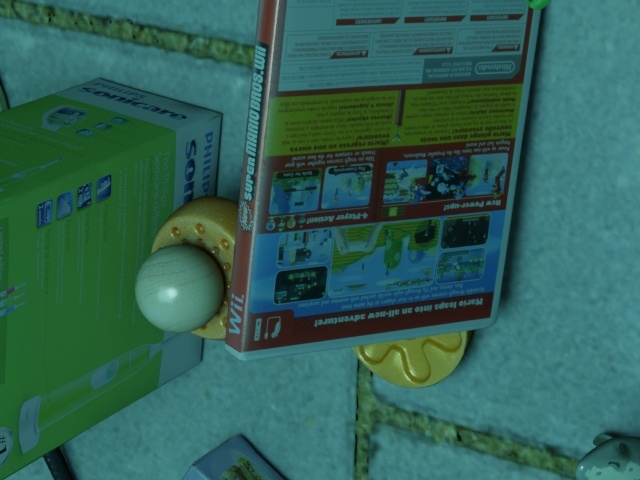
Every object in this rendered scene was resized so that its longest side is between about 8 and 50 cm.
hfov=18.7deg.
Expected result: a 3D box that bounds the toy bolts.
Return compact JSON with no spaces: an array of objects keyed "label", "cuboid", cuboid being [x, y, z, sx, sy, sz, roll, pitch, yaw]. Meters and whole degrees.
[{"label":"toy bolts","cuboid":[0.000,0.000,1.291,0.218,0.158,0.228,35,122,18]}]

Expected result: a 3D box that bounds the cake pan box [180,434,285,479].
[{"label":"cake pan box","cuboid":[-0.040,0.324,1.490,0.267,0.070,0.246,43,126,12]}]

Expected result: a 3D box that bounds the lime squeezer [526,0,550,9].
[{"label":"lime squeezer","cuboid":[0.053,-0.269,1.147,0.059,0.110,0.310,-41,86,17]}]

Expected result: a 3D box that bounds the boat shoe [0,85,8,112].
[{"label":"boat shoe","cuboid":[-0.278,-0.069,1.514,0.056,0.048,0.153,18,115,27]}]

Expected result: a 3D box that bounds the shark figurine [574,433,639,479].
[{"label":"shark figurine","cuboid":[0.198,0.194,1.291,0.116,0.166,0.278,53,149,37]}]

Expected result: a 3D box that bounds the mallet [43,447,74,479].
[{"label":"mallet","cuboid":[-0.229,0.127,1.566,0.039,0.062,0.190,-11,115,36]}]

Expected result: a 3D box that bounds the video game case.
[{"label":"video game case","cuboid":[0.044,-0.072,1.203,0.025,0.204,0.285,28,118,51]}]

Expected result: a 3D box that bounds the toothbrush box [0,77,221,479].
[{"label":"toothbrush box","cuboid":[-0.200,0.025,1.351,0.122,0.283,0.206,18,116,28]}]
